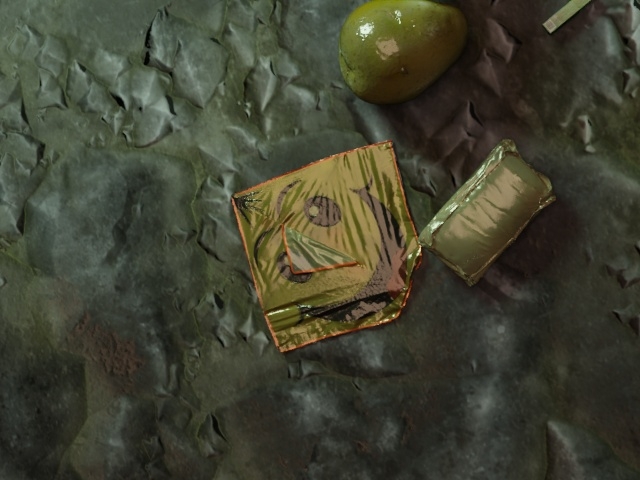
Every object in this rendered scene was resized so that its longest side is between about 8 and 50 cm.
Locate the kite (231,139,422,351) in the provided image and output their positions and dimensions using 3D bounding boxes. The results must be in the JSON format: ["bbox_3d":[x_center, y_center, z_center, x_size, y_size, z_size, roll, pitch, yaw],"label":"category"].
[{"bbox_3d":[0.000,0.000,1.653,0.327,0.013,0.378,26,97,12],"label":"kite"}]

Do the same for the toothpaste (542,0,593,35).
[{"bbox_3d":[0.367,-0.338,1.560,0.083,0.017,0.020,-39,80,10],"label":"toothpaste"}]

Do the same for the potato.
[{"bbox_3d":[0.125,-0.285,1.562,0.193,0.157,0.157,-18,87,-3],"label":"potato"}]

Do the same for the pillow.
[{"bbox_3d":[0.250,-0.041,1.572,0.119,0.053,0.208,43,99,5],"label":"pillow"}]
